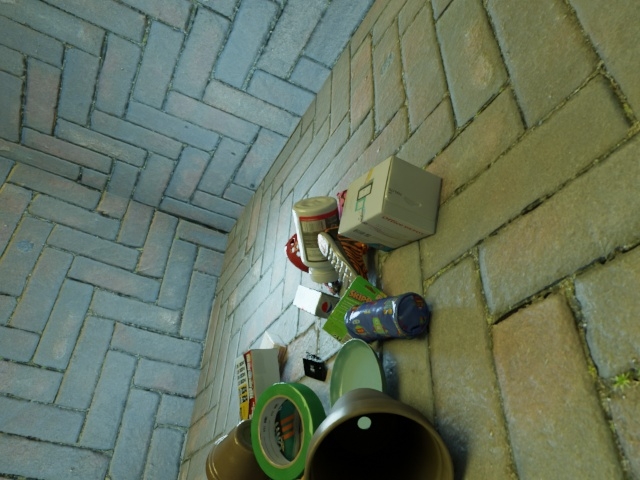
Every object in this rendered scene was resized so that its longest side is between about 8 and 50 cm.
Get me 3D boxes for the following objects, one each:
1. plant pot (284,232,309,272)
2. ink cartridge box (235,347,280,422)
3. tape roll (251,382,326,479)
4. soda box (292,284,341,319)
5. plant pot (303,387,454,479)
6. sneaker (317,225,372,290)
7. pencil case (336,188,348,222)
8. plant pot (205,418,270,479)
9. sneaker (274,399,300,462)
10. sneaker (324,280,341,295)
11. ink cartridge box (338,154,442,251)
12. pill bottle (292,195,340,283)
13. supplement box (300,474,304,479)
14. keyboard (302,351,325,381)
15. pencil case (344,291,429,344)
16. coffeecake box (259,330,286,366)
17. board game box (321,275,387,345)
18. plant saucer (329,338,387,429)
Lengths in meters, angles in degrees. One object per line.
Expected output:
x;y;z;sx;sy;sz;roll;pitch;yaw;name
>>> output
-0.035;0.019;2.110;0.174;0.191;0.191;-53;26;30;plant pot
-0.281;0.656;2.127;0.272;0.130;0.309;-43;50;52;ink cartridge box
-0.115;0.665;1.710;0.321;0.077;0.321;-14;69;42;tape roll
-0.021;0.253;1.997;0.286;0.091;0.098;5;77;69;soda box
0.119;0.498;1.173;0.280;0.323;0.323;-120;51;-84;plant pot
0.140;0.063;1.726;0.321;0.180;0.124;58;156;24;sneaker
0.116;-0.115;1.977;0.095;0.098;0.209;-55;26;36;pencil case
-0.290;0.823;1.882;0.263;0.263;0.229;-102;31;-55;plant pot
-0.148;0.715;1.855;0.108;0.121;0.302;-49;29;45;sneaker
0.050;0.178;1.969;0.057;0.047;0.119;-50;24;0;sneaker
0.220;-0.107;1.564;0.270;0.198;0.197;-27;47;60;ink cartridge box
0.000;0.000;1.901;0.176;0.176;0.318;-127;26;-66;pill bottle
-0.013;0.768;1.532;0.233;0.080;0.078;-64;22;20;supplement box
-0.018;0.483;1.884;0.192;0.038;0.100;165;99;-64;keyboard
0.189;0.237;1.438;0.306;0.119;0.133;-30;77;60;pencil case
-0.235;0.534;2.316;0.142;0.068;0.185;-71;20;2;coffeecake box
0.115;0.240;1.630;0.259;0.124;0.039;-59;-13;30;board game box
0.116;0.459;1.472;0.318;0.044;0.317;-33;52;58;plant saucer
